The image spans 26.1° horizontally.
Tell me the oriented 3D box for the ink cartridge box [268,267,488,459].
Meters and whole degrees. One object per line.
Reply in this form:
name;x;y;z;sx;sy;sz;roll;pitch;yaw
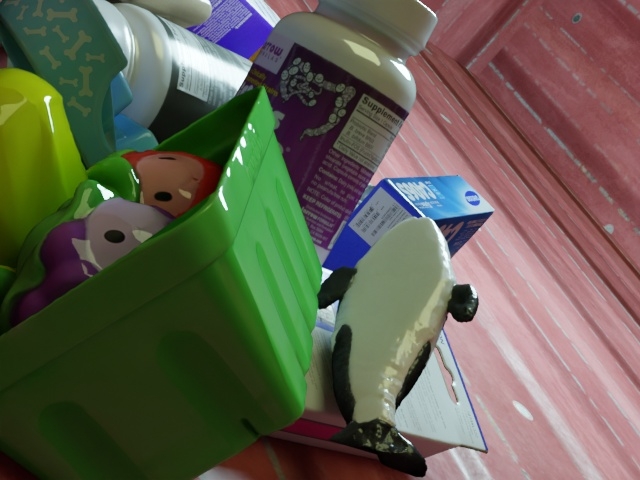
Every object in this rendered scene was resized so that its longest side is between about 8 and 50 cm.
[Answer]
ink cartridge box;0.022;0.116;1.339;0.371;0.069;0.176;20;44;-48

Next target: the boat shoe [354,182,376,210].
boat shoe;0.033;-0.034;1.785;0.065;0.075;0.206;23;24;31

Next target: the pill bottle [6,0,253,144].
pill bottle;-0.186;-0.157;1.475;0.283;0.161;0.161;18;28;-54

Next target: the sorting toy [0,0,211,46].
sorting toy;-0.252;-0.251;1.512;0.193;0.208;0.038;9;70;-62

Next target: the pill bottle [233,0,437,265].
pill bottle;-0.006;-0.129;1.427;0.169;0.301;0.169;29;2;-1

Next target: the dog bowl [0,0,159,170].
dog bowl;-0.202;-0.106;1.249;0.166;0.074;0.297;33;-30;62

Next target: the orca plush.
orca plush;0.077;0.108;1.267;0.287;0.151;0.102;-94;174;-49

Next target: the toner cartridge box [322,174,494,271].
toner cartridge box;0.102;0.002;1.728;0.075;0.165;0.348;46;17;12

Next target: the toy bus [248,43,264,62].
toy bus;-0.002;-0.205;1.894;0.202;0.104;0.191;42;10;-33

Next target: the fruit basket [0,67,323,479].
fruit basket;-0.183;-0.024;1.006;0.392;0.283;0.392;55;13;-19

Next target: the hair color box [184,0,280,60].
hair color box;-0.158;-0.350;2.052;0.339;0.110;0.185;38;14;-47
